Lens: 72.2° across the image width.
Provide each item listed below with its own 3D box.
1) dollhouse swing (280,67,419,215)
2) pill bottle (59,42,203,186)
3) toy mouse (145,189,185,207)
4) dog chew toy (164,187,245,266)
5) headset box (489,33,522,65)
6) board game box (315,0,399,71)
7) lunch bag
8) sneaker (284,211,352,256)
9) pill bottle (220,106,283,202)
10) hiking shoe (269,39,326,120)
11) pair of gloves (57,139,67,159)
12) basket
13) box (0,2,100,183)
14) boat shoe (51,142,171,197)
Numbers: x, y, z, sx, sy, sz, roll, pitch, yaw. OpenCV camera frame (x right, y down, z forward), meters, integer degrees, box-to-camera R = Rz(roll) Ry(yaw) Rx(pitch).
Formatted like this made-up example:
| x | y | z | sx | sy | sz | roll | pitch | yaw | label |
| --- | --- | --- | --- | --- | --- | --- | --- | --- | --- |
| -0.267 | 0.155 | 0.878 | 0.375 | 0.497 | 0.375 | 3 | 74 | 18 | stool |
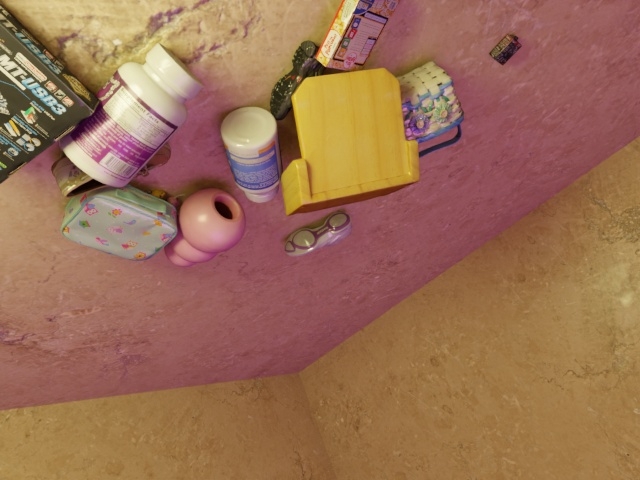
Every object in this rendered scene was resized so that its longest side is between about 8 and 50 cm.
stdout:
| x | y | z | sx | sy | sz | roll | pitch | yaw | label |
| --- | --- | --- | --- | --- | --- | --- | --- | --- | --- |
| 0.057 | -0.265 | 1.240 | 0.346 | 0.305 | 0.315 | -14 | 179 | -16 | dollhouse swing |
| -0.406 | -0.276 | 0.965 | 0.301 | 0.169 | 0.169 | -44 | 149 | 7 | pill bottle |
| -0.496 | -0.101 | 1.357 | 0.161 | 0.031 | 0.143 | -13 | 150 | -21 | toy mouse |
| -0.389 | -0.022 | 1.412 | 0.206 | 0.207 | 0.332 | 8 | 145 | -45 | dog chew toy |
| 0.575 | -0.592 | 1.356 | 0.062 | 0.032 | 0.083 | 3 | 140 | -42 | headset box |
| 0.089 | -0.505 | 1.050 | 0.146 | 0.045 | 0.193 | -15 | 145 | -49 | board game box |
| -0.562 | -0.059 | 1.262 | 0.224 | 0.108 | 0.279 | -38 | 139 | 24 | lunch bag |
| 0.000 | 0.000 | 1.825 | 0.305 | 0.114 | 0.152 | -24 | 151 | -1 | sneaker |
| -0.186 | -0.230 | 1.253 | 0.152 | 0.152 | 0.272 | -19 | 151 | -11 | pill bottle |
| -0.045 | -0.398 | 1.148 | 0.114 | 0.086 | 0.227 | 7 | 138 | -39 | hiking shoe |
| -0.632 | -0.241 | 1.004 | 0.240 | 0.042 | 0.204 | 1 | 142 | -40 | pair of gloves |
| 0.302 | -0.367 | 1.348 | 0.254 | 0.201 | 0.289 | -26 | 143 | 3 | basket |
| -0.634 | -0.280 | 0.807 | 0.293 | 0.073 | 0.295 | -32 | 130 | 12 | box |
| -0.513 | -0.180 | 1.116 | 0.285 | 0.089 | 0.104 | -22 | 162 | -25 | boat shoe |
